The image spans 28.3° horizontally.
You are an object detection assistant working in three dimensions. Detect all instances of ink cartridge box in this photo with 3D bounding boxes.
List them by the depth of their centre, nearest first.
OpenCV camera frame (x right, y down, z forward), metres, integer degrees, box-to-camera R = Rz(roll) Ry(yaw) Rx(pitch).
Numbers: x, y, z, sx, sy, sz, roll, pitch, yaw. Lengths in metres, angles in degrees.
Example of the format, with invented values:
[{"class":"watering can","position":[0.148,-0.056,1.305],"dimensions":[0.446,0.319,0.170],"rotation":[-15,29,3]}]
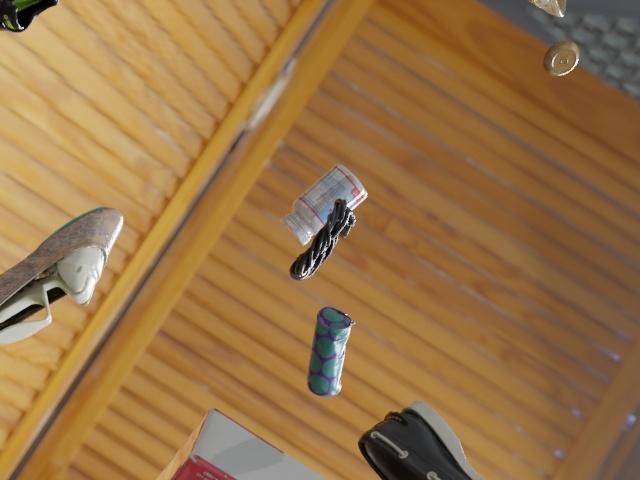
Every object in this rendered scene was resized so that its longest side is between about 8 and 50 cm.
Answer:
[{"class":"ink cartridge box","position":[-0.186,0.519,2.163],"dimensions":[0.279,0.384,0.160],"rotation":[33,25,-9]}]

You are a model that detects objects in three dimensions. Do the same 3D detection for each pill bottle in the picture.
[{"class":"pill bottle","position":[0.005,-0.066,2.437],"dimensions":[0.087,0.160,0.087],"rotation":[47,-6,7]}]

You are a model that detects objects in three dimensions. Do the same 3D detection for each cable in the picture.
[{"class":"cable","position":[0.000,0.000,2.118],"dimensions":[0.047,0.150,0.184],"rotation":[41,-9,5]}]

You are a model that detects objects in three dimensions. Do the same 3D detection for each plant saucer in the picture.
[{"class":"plant saucer","position":[0.512,-0.382,2.686],"dimensions":[0.083,0.083,0.015],"rotation":[37,16,-36]}]

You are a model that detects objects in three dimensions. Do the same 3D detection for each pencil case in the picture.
[{"class":"pencil case","position":[0.016,0.193,2.198],"dimensions":[0.064,0.151,0.070],"rotation":[30,33,34]}]

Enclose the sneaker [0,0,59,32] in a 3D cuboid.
[{"class":"sneaker","position":[-0.449,-0.320,1.765],"dimensions":[0.067,0.188,0.078],"rotation":[72,-10,-46]}]

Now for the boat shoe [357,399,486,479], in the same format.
[{"class":"boat shoe","position":[0.156,0.310,1.434],"dimensions":[0.302,0.091,0.114],"rotation":[44,-31,41]}]

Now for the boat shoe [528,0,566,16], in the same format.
[{"class":"boat shoe","position":[0.362,-0.417,2.090],"dimensions":[0.059,0.063,0.170],"rotation":[5,-13,26]}]

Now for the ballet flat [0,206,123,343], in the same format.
[{"class":"ballet flat","position":[-0.400,0.071,1.853],"dimensions":[0.106,0.316,0.107],"rotation":[44,-19,31]}]
